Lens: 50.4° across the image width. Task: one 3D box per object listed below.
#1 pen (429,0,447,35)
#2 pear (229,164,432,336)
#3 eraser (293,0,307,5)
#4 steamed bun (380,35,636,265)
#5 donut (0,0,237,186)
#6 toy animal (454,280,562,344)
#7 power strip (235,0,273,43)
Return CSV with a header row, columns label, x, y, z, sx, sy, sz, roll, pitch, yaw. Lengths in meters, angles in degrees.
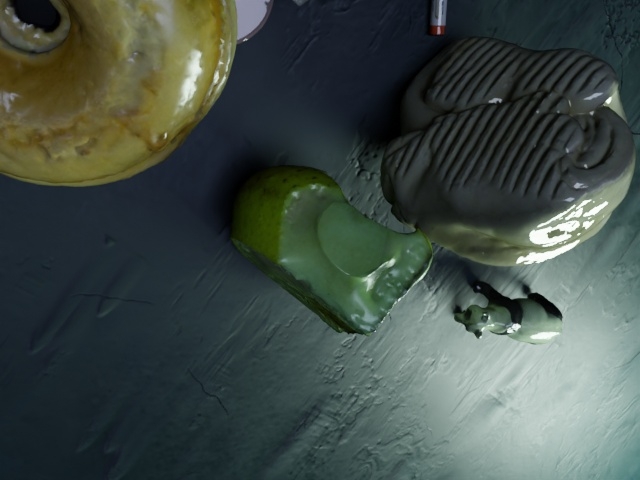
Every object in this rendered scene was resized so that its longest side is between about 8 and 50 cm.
label,x,y,z,sx,sy,sz,roll,pitch,yaw
pen,0.185,-0.434,1.032,0.028,0.028,0.239,-8,113,-20
pear,0.000,0.000,1.020,0.282,0.286,0.176,36,79,-2
eraser,-0.101,-0.459,0.823,0.343,0.078,0.144,39,64,-23
steamed bun,0.290,-0.110,1.025,0.342,0.368,0.255,-56,137,-16
donut,-0.317,-0.253,0.750,0.449,0.198,0.449,-3,126,-5
toy animal,0.349,0.144,1.274,0.225,0.121,0.094,12,105,-25
power strip,-0.139,-0.337,0.903,0.154,0.078,0.154,-7,108,-21
